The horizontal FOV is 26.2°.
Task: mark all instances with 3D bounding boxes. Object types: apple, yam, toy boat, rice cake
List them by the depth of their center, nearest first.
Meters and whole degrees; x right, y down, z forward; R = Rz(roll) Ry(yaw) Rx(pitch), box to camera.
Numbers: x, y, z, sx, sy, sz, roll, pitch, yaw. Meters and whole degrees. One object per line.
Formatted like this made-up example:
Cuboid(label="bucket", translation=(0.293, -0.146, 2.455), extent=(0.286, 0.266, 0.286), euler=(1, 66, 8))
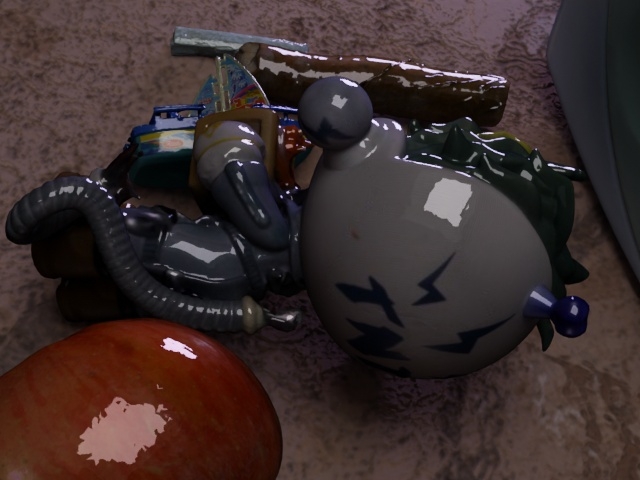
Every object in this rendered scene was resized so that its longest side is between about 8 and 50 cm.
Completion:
Cuboid(label="apple", translation=(-0.132, 0.143, 0.873), extent=(0.209, 0.209, 0.164), euler=(-37, 79, -30))
Cuboid(label="toy boat", translation=(-0.074, -0.103, 1.107), extent=(0.175, 0.091, 0.110), euler=(-3, 71, -20))
Cuboid(label="yam", translation=(0.044, -0.133, 1.177), extent=(0.241, 0.057, 0.056), euler=(6, 56, -9))
Cuboid(label="rice cake", translation=(-0.070, -0.167, 1.193), extent=(0.121, 0.021, 0.022), euler=(6, 61, -7))

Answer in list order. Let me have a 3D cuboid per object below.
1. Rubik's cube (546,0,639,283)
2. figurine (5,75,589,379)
Cuboid(label="Rubik's cube", translation=(0.421, -0.148, 1.097), extent=(0.352, 0.351, 0.347), euler=(-11, 61, -17))
Cuboid(label="figurine", translation=(0.001, 0.000, 0.974), extent=(0.382, 0.261, 0.186), euler=(2, 65, 15))
